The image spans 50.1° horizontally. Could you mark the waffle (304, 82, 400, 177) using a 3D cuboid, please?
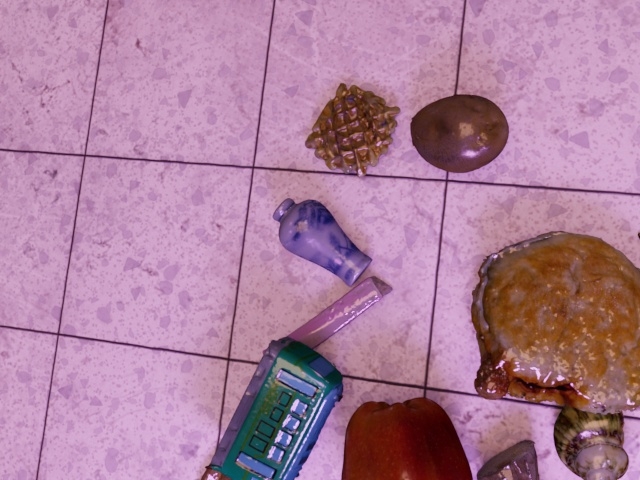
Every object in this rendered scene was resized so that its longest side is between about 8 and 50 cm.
[{"bbox_3d":[0.081,-0.272,1.708,0.204,0.054,0.223,31,91,15],"label":"waffle"}]

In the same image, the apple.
[{"bbox_3d":[0.183,0.502,1.486,0.288,0.288,0.316,-10,71,13],"label":"apple"}]

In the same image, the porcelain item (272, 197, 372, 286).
[{"bbox_3d":[0.000,0.000,1.663,0.259,0.141,0.141,40,94,6],"label":"porcelain item"}]

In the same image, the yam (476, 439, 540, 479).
[{"bbox_3d":[0.426,0.573,1.482,0.154,0.154,0.254,-13,85,12],"label":"yam"}]

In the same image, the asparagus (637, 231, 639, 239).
[{"bbox_3d":[0.749,0.056,1.527,0.016,0.013,0.166,-28,77,20],"label":"asparagus"}]

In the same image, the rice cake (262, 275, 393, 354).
[{"bbox_3d":[0.013,0.205,1.671,0.365,0.056,0.072,-35,79,8],"label":"rice cake"}]

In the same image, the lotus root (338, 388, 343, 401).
[{"bbox_3d":[0.024,0.343,1.653,0.049,0.054,0.099,-44,72,29],"label":"lotus root"}]

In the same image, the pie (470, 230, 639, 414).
[{"bbox_3d":[0.539,0.177,1.478,0.418,0.180,0.395,-1,67,11],"label":"pie"}]

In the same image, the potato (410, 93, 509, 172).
[{"bbox_3d":[0.321,-0.251,1.600,0.235,0.160,0.177,21,64,29],"label":"potato"}]

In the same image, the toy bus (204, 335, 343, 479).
[{"bbox_3d":[-0.093,0.407,1.569,0.200,0.183,0.343,28,96,11],"label":"toy bus"}]

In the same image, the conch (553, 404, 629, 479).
[{"bbox_3d":[0.577,0.426,1.455,0.124,0.187,0.181,-4,39,-22],"label":"conch"}]

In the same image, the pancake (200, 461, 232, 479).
[{"bbox_3d":[-0.192,0.618,1.677,0.242,0.050,0.241,-2,82,14],"label":"pancake"}]
